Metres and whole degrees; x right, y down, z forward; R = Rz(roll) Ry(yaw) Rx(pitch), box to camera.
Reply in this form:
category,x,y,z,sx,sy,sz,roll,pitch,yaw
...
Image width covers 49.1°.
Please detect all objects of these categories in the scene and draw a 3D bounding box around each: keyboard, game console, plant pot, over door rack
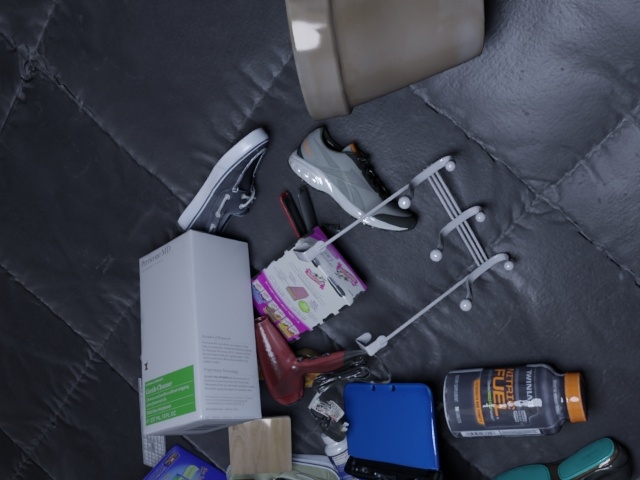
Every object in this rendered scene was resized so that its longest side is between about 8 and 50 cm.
category,x,y,z,sx,sy,sz,roll,pitch,yaw
keyboard,-0.421,0.464,1.759,0.072,0.014,0.256,10,111,20
game console,0.187,0.417,1.405,0.250,0.173,0.293,34,155,-22
plant pot,0.104,-0.369,1.102,0.280,0.323,0.324,-7,106,8
over door rack,0.154,0.038,1.229,0.324,0.108,0.240,-32,106,3

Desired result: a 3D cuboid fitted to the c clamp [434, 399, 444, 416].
category,x,y,z,sx,sy,sz,roll,pitch,yaw
c clamp,0.197,0.374,1.458,0.137,0.022,0.161,42,119,6

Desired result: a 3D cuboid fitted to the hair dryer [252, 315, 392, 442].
category,x,y,z,sx,sy,sz,roll,pitch,yaw
hair dryer,-0.019,0.250,1.415,0.293,0.080,0.224,32,111,3

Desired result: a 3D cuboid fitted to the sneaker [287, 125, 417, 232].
category,x,y,z,sx,sy,sz,roll,pitch,yaw
sneaker,0.068,-0.109,1.303,0.271,0.100,0.108,36,109,6

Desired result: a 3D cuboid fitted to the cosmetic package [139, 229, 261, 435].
category,x,y,z,sx,sy,sz,roll,pitch,yaw
cosmetic package,-0.244,0.187,1.397,0.196,0.155,0.366,-27,63,38

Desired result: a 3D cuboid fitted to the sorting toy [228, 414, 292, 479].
category,x,y,z,sx,sy,sz,roll,pitch,yaw
sorting toy,-0.130,0.442,1.518,0.132,0.046,0.275,-2,106,-4

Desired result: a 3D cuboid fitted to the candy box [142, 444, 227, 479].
category,x,y,z,sx,sy,sz,roll,pitch,yaw
candy box,-0.289,0.667,1.628,0.317,0.268,0.122,27,120,13

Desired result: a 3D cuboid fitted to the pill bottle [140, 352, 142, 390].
category,x,y,z,sx,sy,sz,roll,pitch,yaw
pill bottle,-0.382,0.296,1.646,0.078,0.078,0.137,11,112,19

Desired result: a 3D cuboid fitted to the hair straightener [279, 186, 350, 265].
category,x,y,z,sx,sy,sz,roll,pitch,yaw
hair straightener,0.000,0.000,1.396,0.089,0.047,0.231,-16,101,27

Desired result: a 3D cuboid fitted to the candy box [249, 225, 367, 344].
category,x,y,z,sx,sy,sz,roll,pitch,yaw
candy box,-0.038,0.096,1.403,0.159,0.071,0.233,52,135,-1

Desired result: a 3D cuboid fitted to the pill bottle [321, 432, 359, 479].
category,x,y,z,sx,sy,sz,roll,pitch,yaw
pill bottle,0.050,0.466,1.527,0.067,0.067,0.120,-25,97,28

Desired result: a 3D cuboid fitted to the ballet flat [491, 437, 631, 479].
category,x,y,z,sx,sy,sz,roll,pitch,yaw
ballet flat,0.462,0.471,1.343,0.280,0.095,0.096,-30,106,29

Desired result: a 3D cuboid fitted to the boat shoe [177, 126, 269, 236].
category,x,y,z,sx,sy,sz,roll,pitch,yaw
boat shoe,-0.176,-0.096,1.406,0.102,0.108,0.301,45,121,3

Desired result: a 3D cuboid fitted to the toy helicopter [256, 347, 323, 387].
category,x,y,z,sx,sy,sz,roll,pitch,yaw
toy helicopter,-0.164,0.257,1.534,0.354,0.140,0.235,0,99,12

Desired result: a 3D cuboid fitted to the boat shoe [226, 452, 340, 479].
category,x,y,z,sx,sy,sz,roll,pitch,yaw
boat shoe,-0.096,0.543,1.601,0.302,0.094,0.109,-11,103,26

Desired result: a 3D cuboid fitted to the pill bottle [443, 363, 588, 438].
category,x,y,z,sx,sy,sz,roll,pitch,yaw
pill bottle,0.363,0.296,1.300,0.245,0.130,0.131,-10,104,25
